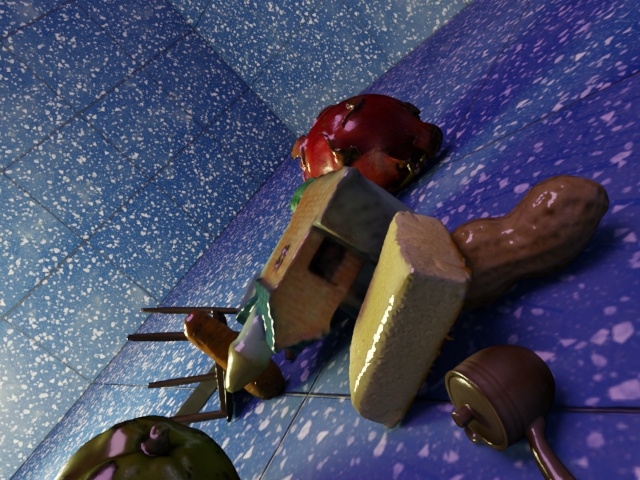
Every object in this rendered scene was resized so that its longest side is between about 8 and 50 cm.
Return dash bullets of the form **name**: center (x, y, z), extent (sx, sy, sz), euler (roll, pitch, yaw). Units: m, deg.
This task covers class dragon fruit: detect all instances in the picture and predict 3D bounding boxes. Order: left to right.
- **dragon fruit**: center (0.089, -0.195, 0.992), extent (0.250, 0.250, 0.314), euler (-50, 39, -15)

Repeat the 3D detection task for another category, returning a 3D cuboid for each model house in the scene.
- **model house**: center (-0.008, 0.088, 0.656), extent (0.325, 0.194, 0.267), euler (-57, 14, -5)

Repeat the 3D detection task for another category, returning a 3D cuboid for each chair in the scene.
- **chair**: center (-0.180, 0.207, 0.822), extent (0.271, 0.167, 0.188), euler (-4, 8, -13)

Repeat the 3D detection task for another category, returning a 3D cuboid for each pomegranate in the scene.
- **pomegranate**: center (-0.208, 0.318, 0.487), extent (0.276, 0.204, 0.222), euler (-42, 9, 11)

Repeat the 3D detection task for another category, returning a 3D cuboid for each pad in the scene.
- **pad**: center (-0.237, 0.304, 0.980), extent (0.193, 0.004, 0.116), euler (-52, 17, -22)

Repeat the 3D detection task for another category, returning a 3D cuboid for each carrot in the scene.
- **carrot**: center (-0.131, 0.171, 0.707), extent (0.060, 0.186, 0.060), euler (-45, 9, 9)

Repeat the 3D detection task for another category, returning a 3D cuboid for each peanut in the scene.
- **peanut**: center (0.192, 0.003, 0.472), extent (0.192, 0.089, 0.089), euler (-37, 17, 29)

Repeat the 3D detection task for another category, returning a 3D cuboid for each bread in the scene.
- **bread**: center (0.082, 0.077, 0.472), extent (0.126, 0.068, 0.189), euler (-80, 5, -60)

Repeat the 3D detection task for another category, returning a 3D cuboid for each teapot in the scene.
- **teapot**: center (0.147, 0.135, 0.346), extent (0.080, 0.085, 0.110), euler (-26, 41, -16)
